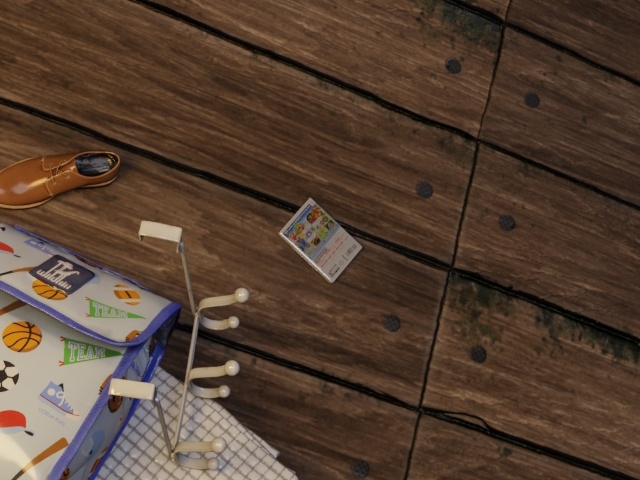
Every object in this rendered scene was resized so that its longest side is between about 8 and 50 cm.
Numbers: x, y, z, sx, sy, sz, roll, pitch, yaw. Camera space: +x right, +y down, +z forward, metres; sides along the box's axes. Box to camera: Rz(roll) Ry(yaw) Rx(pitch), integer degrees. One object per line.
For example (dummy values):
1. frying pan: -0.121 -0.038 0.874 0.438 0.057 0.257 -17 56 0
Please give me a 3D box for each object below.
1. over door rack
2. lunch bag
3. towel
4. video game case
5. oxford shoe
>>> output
1. over door rack: -0.171 0.154 1.716 0.108 0.324 0.239 1 64 12
2. lunch bag: -0.413 0.168 1.756 0.328 0.239 0.385 25 54 6
3. towel: -0.201 0.354 1.866 0.284 0.121 0.235 36 63 9
4. video game case: 0.000 0.000 2.124 0.122 0.011 0.087 44 65 -6
5. oxford shoe: -0.406 -0.103 1.953 0.212 0.076 0.076 -18 85 -23
